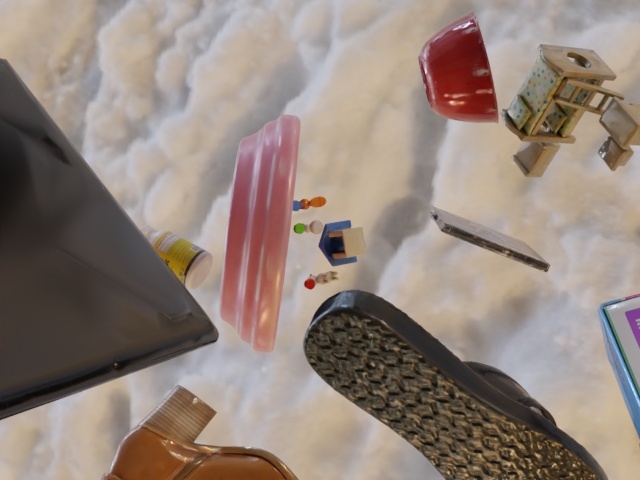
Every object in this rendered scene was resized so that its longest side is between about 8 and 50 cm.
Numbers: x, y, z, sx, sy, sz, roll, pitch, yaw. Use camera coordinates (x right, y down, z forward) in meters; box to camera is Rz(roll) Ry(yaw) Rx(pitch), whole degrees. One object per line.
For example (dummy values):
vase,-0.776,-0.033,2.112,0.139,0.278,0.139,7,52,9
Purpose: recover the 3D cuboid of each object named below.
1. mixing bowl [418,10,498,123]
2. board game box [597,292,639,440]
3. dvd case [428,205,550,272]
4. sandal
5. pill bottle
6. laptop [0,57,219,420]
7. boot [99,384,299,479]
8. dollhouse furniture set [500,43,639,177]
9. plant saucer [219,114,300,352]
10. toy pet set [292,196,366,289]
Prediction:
mixing bowl,0.210,-0.260,1.670,0.098,0.181,0.181,-13,73,5
board game box,0.340,0.096,0.572,0.316,0.064,0.242,-17,45,8
dvd case,0.249,-0.004,1.617,0.164,0.221,0.018,21,99,-2
sandal,0.181,0.200,1.239,0.446,0.107,0.167,42,128,-9
pill bottle,-0.228,0.022,1.631,0.116,0.065,0.065,28,103,16
laptop,-0.338,0.000,0.621,0.236,0.382,0.408,-44,78,20
boot,-0.108,0.248,0.986,0.197,0.073,0.152,35,73,7
dollhouse furniture set,0.301,-0.123,1.334,0.161,0.101,0.182,61,139,38
plant saucer,-0.086,-0.012,1.483,0.084,0.332,0.332,6,87,-2
toy pet set,0.000,0.000,1.476,0.065,0.114,0.122,-5,95,57
